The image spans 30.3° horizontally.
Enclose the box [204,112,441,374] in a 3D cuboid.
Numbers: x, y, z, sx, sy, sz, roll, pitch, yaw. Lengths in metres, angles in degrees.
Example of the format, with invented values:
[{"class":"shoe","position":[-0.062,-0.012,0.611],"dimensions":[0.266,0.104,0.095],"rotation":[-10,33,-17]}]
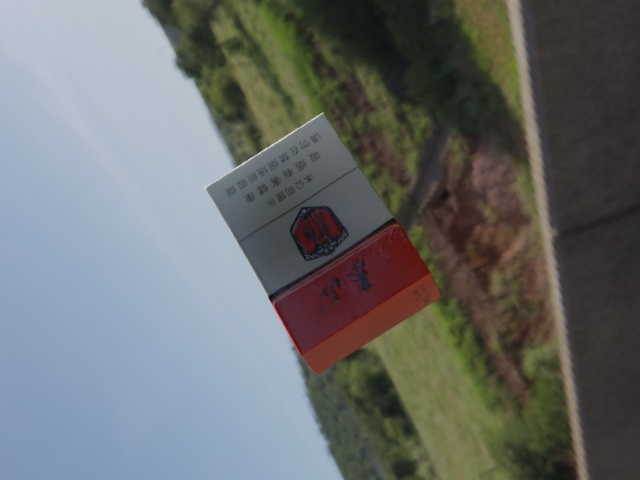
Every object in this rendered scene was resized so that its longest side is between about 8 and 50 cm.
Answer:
[{"class":"box","position":[0.000,0.000,0.796],"dimensions":[0.152,0.100,0.048],"rotation":[58,-177,33]}]
